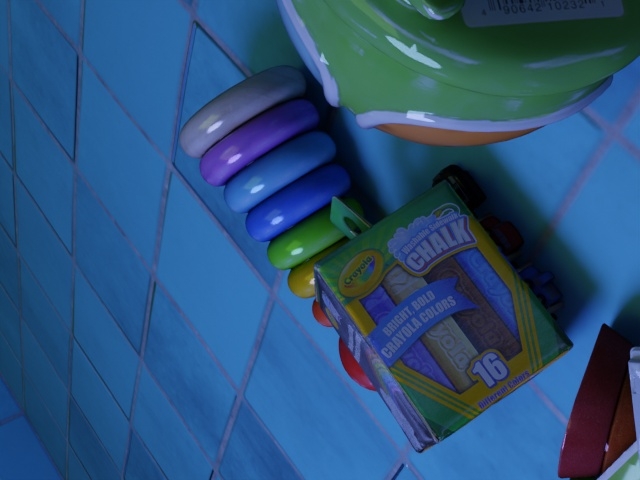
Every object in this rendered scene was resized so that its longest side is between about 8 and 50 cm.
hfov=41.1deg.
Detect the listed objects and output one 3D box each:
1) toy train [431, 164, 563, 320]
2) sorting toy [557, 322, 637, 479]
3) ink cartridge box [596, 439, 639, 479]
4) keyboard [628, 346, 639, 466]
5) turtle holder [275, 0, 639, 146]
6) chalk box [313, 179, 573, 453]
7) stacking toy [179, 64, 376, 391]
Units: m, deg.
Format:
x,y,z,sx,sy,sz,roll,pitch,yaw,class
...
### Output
x,y,z,sx,sy,sz,roll,pitch,yaw,class
0.150,0.000,0.712,0.158,0.027,0.036,55,135,16,toy train
0.248,0.241,0.677,0.126,0.127,0.366,14,122,24,sorting toy
0.310,0.213,0.534,0.255,0.097,0.189,49,135,26,ink cartridge box
0.237,0.192,0.526,0.072,0.014,0.256,-2,100,44,keyboard
0.059,-0.203,0.519,0.320,0.243,0.227,50,162,7,turtle holder
0.080,0.048,0.713,0.213,0.132,0.132,56,171,15,chalk box
0.000,0.000,0.847,0.330,0.141,0.141,59,147,-1,stacking toy
